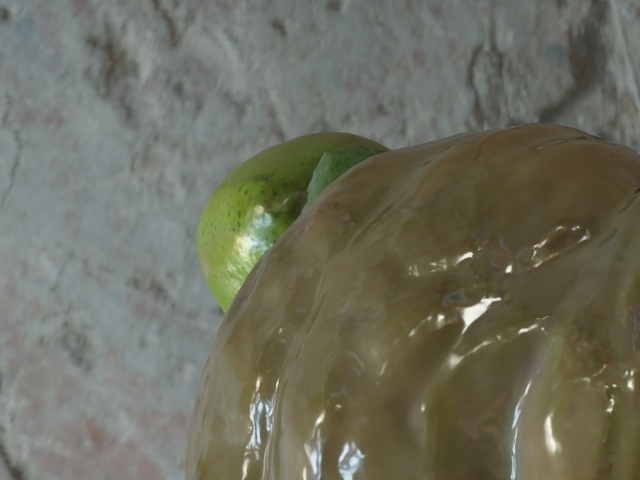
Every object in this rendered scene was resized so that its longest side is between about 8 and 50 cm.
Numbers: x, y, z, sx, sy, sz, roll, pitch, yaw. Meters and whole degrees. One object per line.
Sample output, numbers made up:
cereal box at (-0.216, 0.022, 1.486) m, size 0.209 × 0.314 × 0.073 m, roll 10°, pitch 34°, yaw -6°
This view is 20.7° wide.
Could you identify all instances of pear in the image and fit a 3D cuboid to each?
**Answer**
pear at (0.000, 0.000, 1.348) m, size 0.187 × 0.187 × 0.220 m, roll 9°, pitch 162°, yaw 2°

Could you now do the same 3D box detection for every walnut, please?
walnut at (0.094, 0.095, 0.662) m, size 0.296 × 0.285 × 0.285 m, roll 14°, pitch 123°, yaw 11°

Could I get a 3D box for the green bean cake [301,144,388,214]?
green bean cake at (0.076, 0.050, 1.036) m, size 0.200 × 0.113 × 0.214 m, roll 13°, pitch 141°, yaw -1°
